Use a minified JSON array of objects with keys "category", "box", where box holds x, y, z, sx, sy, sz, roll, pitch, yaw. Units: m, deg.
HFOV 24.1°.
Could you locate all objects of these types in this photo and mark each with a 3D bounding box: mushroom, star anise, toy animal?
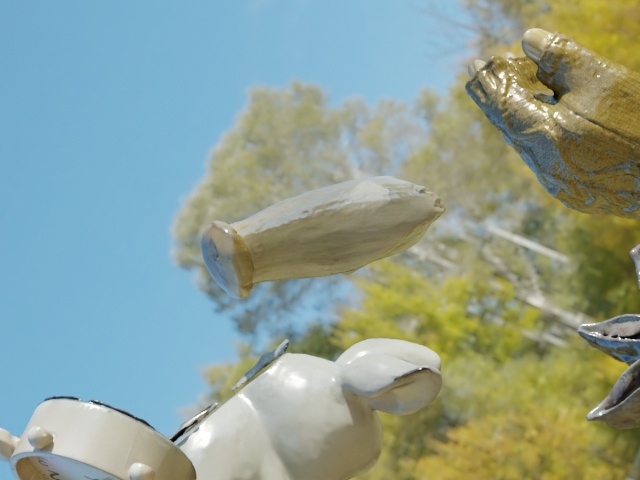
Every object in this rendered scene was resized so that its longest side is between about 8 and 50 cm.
[{"category":"mushroom","box":[0.000,-0.006,1.527,0.247,0.108,0.096,-13,-51,-18]},{"category":"star anise","box":[0.360,0.100,1.362,0.109,0.236,0.223,43,-143,-36]},{"category":"toy animal","box":[-0.035,0.192,1.412,0.325,0.154,0.208,-38,1,5]}]

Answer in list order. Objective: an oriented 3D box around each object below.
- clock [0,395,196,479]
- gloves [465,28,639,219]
[{"category":"clock","box":[-0.183,0.192,1.273,0.155,0.229,0.063,95,-166,-57]},{"category":"gloves","box":[0.320,-0.132,1.810,0.155,0.356,0.203,-43,-29,-18]}]
